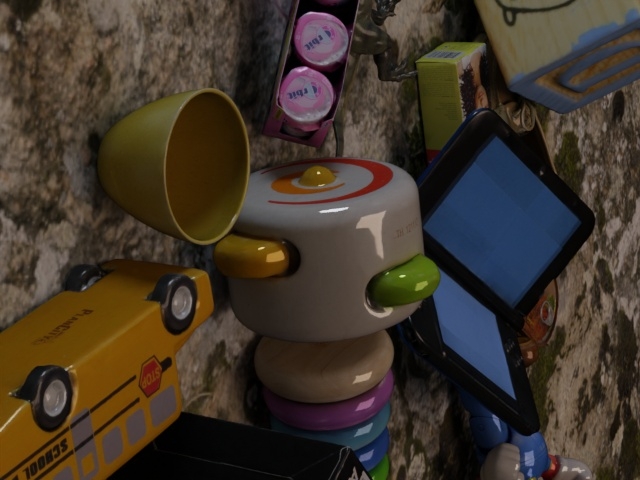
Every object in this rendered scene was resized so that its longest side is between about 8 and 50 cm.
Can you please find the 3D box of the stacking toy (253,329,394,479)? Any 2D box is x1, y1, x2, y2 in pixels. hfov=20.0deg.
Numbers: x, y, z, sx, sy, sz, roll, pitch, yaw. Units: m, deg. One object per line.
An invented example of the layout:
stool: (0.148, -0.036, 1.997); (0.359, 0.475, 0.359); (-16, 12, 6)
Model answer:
stacking toy: (0.016, 0.244, 1.870); (0.141, 0.141, 0.330); (-44, 136, -49)

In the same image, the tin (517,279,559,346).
tin: (0.263, 0.069, 2.362); (0.189, 0.040, 0.106); (45, 60, -54)

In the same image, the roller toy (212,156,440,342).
roller toy: (0.000, 0.000, 1.733); (0.191, 0.209, 0.146); (-108, -168, -71)

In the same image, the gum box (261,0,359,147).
gum box: (-0.006, -0.188, 1.773); (0.107, 0.062, 0.188); (124, -21, -76)

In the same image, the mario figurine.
mario figurine: (0.272, 0.286, 2.263); (0.198, 0.170, 0.321); (-20, 106, -21)

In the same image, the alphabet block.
alphabet block: (0.303, -0.289, 2.160); (0.193, 0.192, 0.197); (15, 52, -62)

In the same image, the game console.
game console: (0.211, 0.041, 2.064); (0.293, 0.173, 0.250); (38, 31, -44)

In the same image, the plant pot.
plant pot: (-0.136, -0.067, 1.575); (0.134, 0.095, 0.134); (-14, 107, -59)

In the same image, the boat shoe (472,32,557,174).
boat shoe: (0.246, -0.132, 2.247); (0.105, 0.089, 0.285); (-57, 139, -39)

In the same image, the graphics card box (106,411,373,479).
graphics card box: (-0.020, 0.298, 1.693); (0.094, 0.232, 0.371); (-64, 144, -26)

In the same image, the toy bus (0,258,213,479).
toy bus: (-0.210, 0.128, 1.458); (0.332, 0.108, 0.130); (-38, 127, -53)

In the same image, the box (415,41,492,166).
box: (0.165, -0.112, 2.140); (0.087, 0.058, 0.232); (-38, 127, -51)

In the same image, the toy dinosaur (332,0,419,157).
toy dinosaur: (0.049, -0.219, 1.923); (0.118, 0.064, 0.268); (-5, 101, -54)
